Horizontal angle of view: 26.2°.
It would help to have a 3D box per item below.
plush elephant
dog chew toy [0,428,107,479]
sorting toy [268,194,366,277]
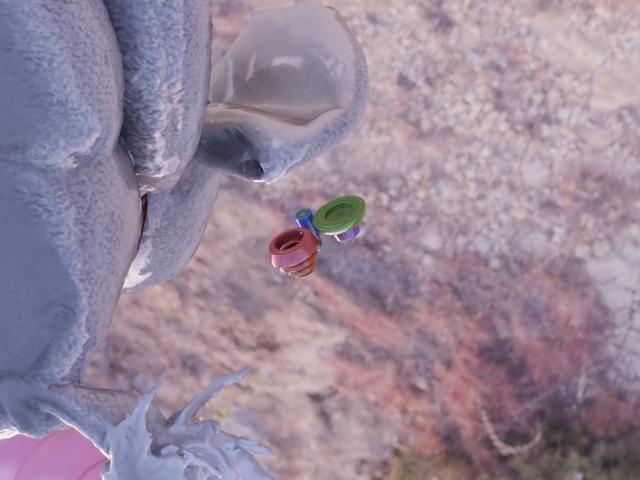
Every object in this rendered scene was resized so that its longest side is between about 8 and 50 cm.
[{"bbox_3d":[-0.130,-0.041,0.579,0.272,0.255,0.330,-37,105,13],"label":"plush elephant"},{"bbox_3d":[-0.205,0.253,1.270,0.206,0.206,0.332,49,157,-18],"label":"dog chew toy"},{"bbox_3d":[0.000,0.000,1.246,0.042,0.102,0.061,64,172,-31],"label":"sorting toy"}]
